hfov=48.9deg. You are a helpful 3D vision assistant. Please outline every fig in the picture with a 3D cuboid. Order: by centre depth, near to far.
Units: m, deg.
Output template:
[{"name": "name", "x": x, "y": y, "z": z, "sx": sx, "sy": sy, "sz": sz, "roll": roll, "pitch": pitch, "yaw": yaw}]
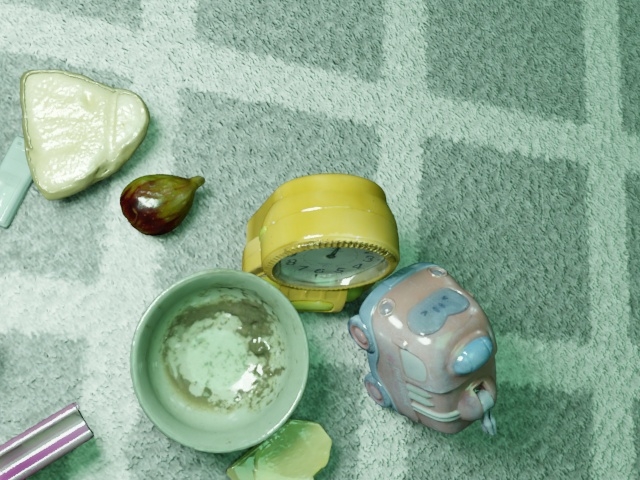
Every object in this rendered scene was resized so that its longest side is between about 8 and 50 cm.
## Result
[{"name": "fig", "x": -0.275, "y": -0.077, "z": 1.246, "sx": 0.154, "sy": 0.103, "sz": 0.109, "roll": -38, "pitch": 111, "yaw": -13}]

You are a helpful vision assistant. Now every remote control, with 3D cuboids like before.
[{"name": "remote control", "x": -0.533, "y": -0.104, "z": 1.213, "sx": 0.061, "sy": 0.029, "sz": 0.162, "roll": 23, "pitch": 71, "yaw": -12}]

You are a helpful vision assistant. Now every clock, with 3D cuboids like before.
[{"name": "clock", "x": 0.000, "y": 0.000, "z": 1.199, "sx": 0.244, "sy": 0.317, "sz": 0.201, "roll": 1, "pitch": 70, "yaw": -16}]

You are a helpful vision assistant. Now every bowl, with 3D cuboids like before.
[{"name": "bowl", "x": -0.171, "y": 0.197, "z": 1.179, "sx": 0.289, "sy": 0.146, "sz": 0.290, "roll": 2, "pitch": 82, "yaw": -14}]

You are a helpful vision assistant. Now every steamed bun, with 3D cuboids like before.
[{"name": "steamed bun", "x": -0.403, "y": -0.185, "z": 1.233, "sx": 0.212, "sy": 0.110, "sz": 0.232, "roll": -6, "pitch": 84, "yaw": -11}]

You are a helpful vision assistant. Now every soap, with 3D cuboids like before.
[{"name": "soap", "x": -0.453, "y": 0.329, "z": 1.079, "sx": 0.203, "sy": 0.122, "sz": 0.066, "roll": -30, "pitch": 87, "yaw": -22}]

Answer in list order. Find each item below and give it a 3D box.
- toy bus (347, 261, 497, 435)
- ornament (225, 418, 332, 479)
[{"name": "toy bus", "x": 0.202, "y": 0.197, "z": 1.221, "sx": 0.197, "sy": 0.231, "sz": 0.294, "roll": -30, "pitch": 123, "yaw": -24}, {"name": "ornament", "x": -0.074, "y": 0.408, "z": 1.210, "sx": 0.180, "sy": 0.059, "sz": 0.201, "roll": 8, "pitch": 76, "yaw": -12}]
